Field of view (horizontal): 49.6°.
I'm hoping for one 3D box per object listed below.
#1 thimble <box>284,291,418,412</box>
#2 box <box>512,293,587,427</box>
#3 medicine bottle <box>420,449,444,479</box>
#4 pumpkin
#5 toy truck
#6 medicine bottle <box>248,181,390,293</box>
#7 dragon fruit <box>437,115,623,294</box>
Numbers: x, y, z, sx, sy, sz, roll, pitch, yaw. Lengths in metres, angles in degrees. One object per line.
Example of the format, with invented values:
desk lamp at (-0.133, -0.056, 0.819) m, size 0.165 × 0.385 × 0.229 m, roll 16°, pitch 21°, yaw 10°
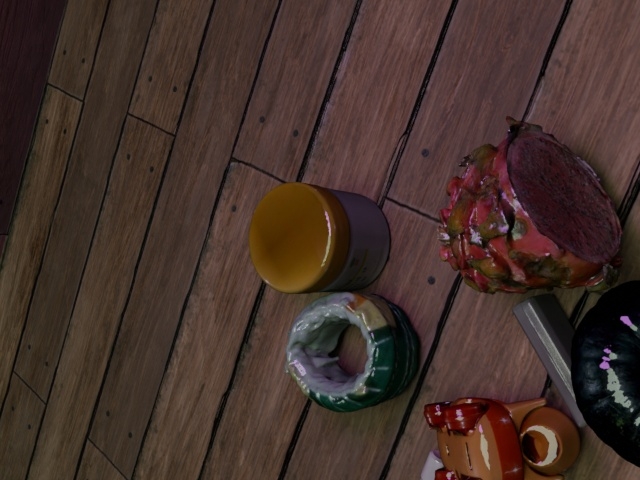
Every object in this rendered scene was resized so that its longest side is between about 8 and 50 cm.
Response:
thimble at (0.062, 0.244, 1.520) m, size 0.288 × 0.167 × 0.254 m, roll -23°, pitch 73°, yaw 34°
box at (0.446, 0.214, 1.263) m, size 0.055 × 0.103 × 0.244 m, roll -41°, pitch 64°, yaw 35°
medicine bottle at (0.237, 0.486, 1.442) m, size 0.052 × 0.052 × 0.089 m, roll 27°, pitch 104°, yaw 35°
pumpkin at (0.557, 0.218, 1.099) m, size 0.315 × 0.238 × 0.315 m, roll -7°, pitch 67°, yaw 16°
toy truck at (0.340, 0.384, 1.308) m, size 0.265 × 0.239 × 0.189 m, roll 133°, pitch 129°, yaw -74°
medicine bottle at (0.000, 0.000, 1.540) m, size 0.238 × 0.232 × 0.238 m, roll -3°, pitch 84°, yaw 38°
dragon fruit at (0.354, -0.021, 1.256) m, size 0.263 × 0.296 × 0.314 m, roll -47°, pitch 23°, yaw 45°
